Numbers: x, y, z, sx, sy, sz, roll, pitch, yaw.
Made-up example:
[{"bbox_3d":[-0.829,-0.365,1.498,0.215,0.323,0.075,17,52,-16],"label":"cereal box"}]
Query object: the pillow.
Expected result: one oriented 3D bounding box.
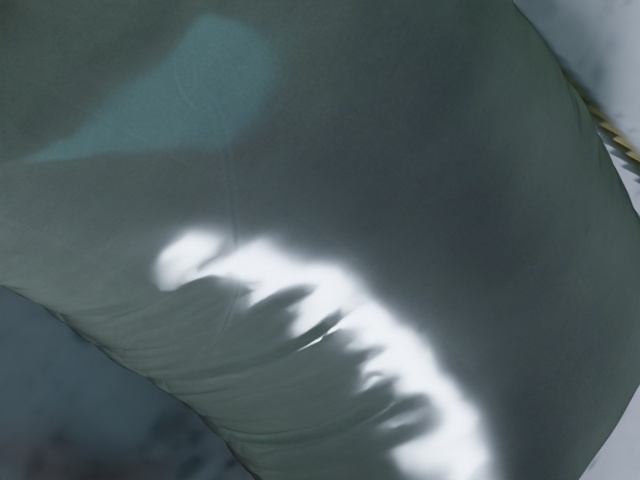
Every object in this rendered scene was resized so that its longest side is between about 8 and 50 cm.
[{"bbox_3d":[-0.001,0.000,0.427,0.144,0.078,0.254,-47,136,-2],"label":"pillow"}]
